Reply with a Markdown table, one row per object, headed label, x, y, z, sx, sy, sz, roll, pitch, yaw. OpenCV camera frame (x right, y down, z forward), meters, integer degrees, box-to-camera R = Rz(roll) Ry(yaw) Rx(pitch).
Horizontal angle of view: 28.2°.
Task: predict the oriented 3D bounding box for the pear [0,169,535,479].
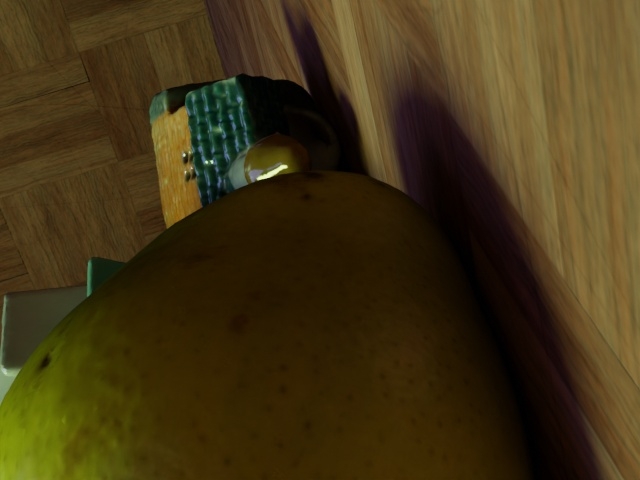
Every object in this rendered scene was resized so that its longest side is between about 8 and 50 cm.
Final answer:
| label | x | y | z | sx | sy | sz | roll | pitch | yaw |
| --- | --- | --- | --- | --- | --- | --- | --- | --- | --- |
| pear | -0.038 | 0.168 | 0.803 | 0.362 | 0.362 | 0.418 | 84 | -167 | -70 |

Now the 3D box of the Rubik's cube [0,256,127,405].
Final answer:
| label | x | y | z | sx | sy | sz | roll | pitch | yaw |
| --- | --- | --- | --- | --- | --- | --- | --- | --- | --- |
| Rubik's cube | -0.138 | 0.214 | 1.126 | 0.387 | 0.368 | 0.358 | 41 | -151 | -44 |

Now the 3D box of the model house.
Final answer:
| label | x | y | z | sx | sy | sz | roll | pitch | yaw |
| --- | --- | --- | --- | --- | --- | --- | --- | --- | --- |
| model house | -0.033 | -0.051 | 1.236 | 0.301 | 0.190 | 0.271 | 157 | 104 | -69 |
